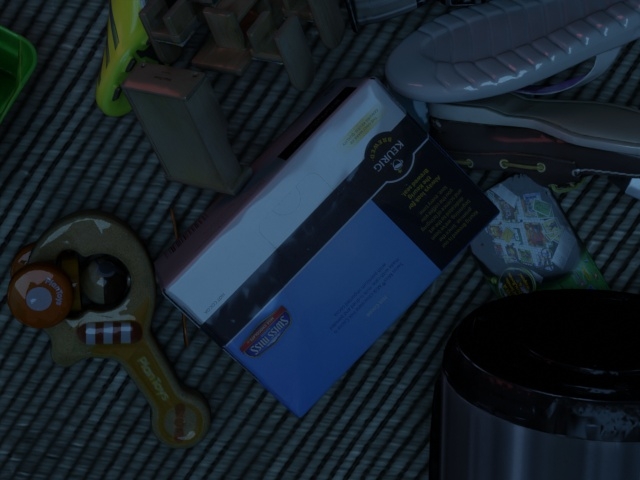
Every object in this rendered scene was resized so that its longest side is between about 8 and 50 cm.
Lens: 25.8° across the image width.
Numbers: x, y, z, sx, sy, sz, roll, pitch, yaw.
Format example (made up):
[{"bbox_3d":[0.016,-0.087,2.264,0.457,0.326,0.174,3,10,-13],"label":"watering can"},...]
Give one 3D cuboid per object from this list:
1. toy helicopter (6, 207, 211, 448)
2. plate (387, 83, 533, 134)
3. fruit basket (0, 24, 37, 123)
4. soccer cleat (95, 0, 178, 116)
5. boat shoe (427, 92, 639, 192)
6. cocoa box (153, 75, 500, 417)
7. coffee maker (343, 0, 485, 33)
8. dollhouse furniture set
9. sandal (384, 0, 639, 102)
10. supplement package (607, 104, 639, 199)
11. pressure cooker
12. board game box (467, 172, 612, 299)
[{"bbox_3d":[-0.238,0.115,1.834,0.235,0.140,0.355,-30,107,-2],"label":"toy helicopter"},{"bbox_3d":[0.179,-0.191,1.797,0.188,0.024,0.188,0,99,3],"label":"plate"},{"bbox_3d":[-0.554,-0.205,1.641,0.392,0.392,0.283,28,74,-1],"label":"fruit basket"},{"bbox_3d":[-0.234,-0.302,1.785,0.121,0.093,0.289,28,106,29],"label":"soccer cleat"},{"bbox_3d":[0.277,-0.115,1.690,0.324,0.116,0.096,13,119,29],"label":"boat shoe"},{"bbox_3d":[0.000,0.000,1.695,0.347,0.231,0.228,-46,102,-2],"label":"cocoa box"},{"bbox_3d":[0.107,-0.359,1.727,0.178,0.120,0.171,-12,96,4],"label":"coffee maker"},{"bbox_3d":[-0.108,-0.201,1.675,0.212,0.242,0.161,14,145,31],"label":"dollhouse furniture set"},{"bbox_3d":[0.288,-0.236,1.718,0.416,0.169,0.102,-18,130,0],"label":"sandal"},{"bbox_3d":[0.524,-0.109,1.729,0.262,0.145,0.204,22,99,0],"label":"supplement package"},{"bbox_3d":[0.317,0.306,1.678,0.370,0.375,0.420,-1,110,0],"label":"pressure cooker"},{"bbox_3d":[0.287,0.040,1.824,0.136,0.030,0.259,-31,96,5],"label":"board game box"}]
